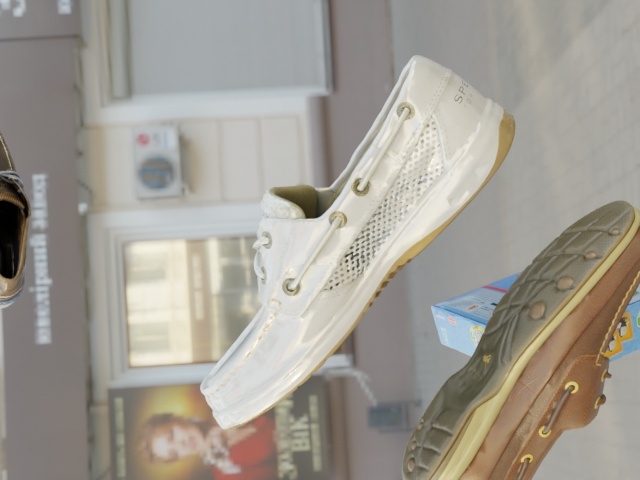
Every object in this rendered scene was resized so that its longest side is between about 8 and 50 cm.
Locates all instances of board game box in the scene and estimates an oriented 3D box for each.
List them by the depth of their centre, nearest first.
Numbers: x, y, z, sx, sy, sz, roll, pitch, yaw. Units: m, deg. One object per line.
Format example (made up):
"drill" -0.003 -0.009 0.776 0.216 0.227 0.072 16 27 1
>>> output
"board game box" 0.212 0.041 0.845 0.160 0.211 0.039 17 126 69

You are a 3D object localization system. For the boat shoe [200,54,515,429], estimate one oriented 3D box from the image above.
"boat shoe" 0.000 0.000 0.724 0.277 0.096 0.098 -50 11 12

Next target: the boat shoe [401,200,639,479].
"boat shoe" 0.111 0.062 0.557 0.178 0.060 0.064 -56 12 11

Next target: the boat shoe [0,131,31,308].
"boat shoe" -0.292 -0.034 1.023 0.066 0.066 0.183 -34 67 52
